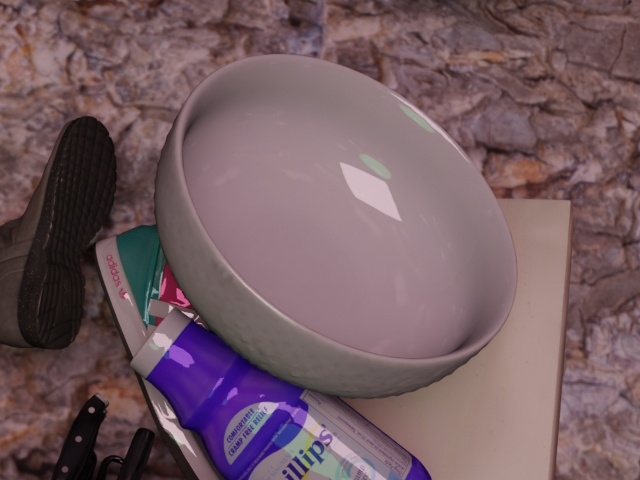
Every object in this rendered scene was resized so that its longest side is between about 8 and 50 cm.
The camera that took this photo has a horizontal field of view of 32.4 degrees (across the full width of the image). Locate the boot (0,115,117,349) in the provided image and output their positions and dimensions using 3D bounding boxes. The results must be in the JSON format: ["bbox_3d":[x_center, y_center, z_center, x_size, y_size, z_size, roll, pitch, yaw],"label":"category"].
[{"bbox_3d":[-0.299,-0.008,1.073,0.161,0.083,0.246,-1,66,28],"label":"boot"}]

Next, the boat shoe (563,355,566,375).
[{"bbox_3d":[0.152,0.188,1.133,0.233,0.084,0.079,-47,50,-11],"label":"boat shoe"}]

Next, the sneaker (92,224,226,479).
[{"bbox_3d":[-0.089,0.100,1.082,0.178,0.124,0.295,-24,78,-2],"label":"sneaker"}]

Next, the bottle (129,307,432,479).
[{"bbox_3d":[-0.038,0.170,0.973,0.283,0.092,0.118,39,97,-2],"label":"bottle"}]

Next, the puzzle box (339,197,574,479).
[{"bbox_3d":[0.098,0.152,1.074,0.272,0.052,0.408,3,72,21],"label":"puzzle box"}]

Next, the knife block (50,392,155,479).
[{"bbox_3d":[-0.224,0.276,0.954,0.088,0.275,0.242,19,102,-4],"label":"knife block"}]

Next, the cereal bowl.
[{"bbox_3d":[0.000,0.000,0.988,0.339,0.141,0.339,20,46,-22],"label":"cereal bowl"}]
